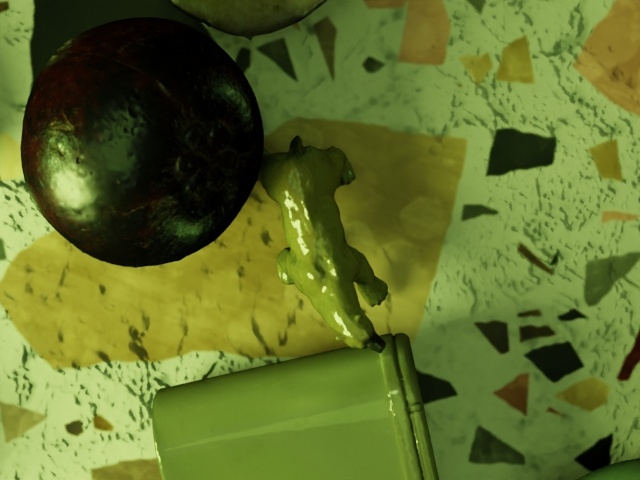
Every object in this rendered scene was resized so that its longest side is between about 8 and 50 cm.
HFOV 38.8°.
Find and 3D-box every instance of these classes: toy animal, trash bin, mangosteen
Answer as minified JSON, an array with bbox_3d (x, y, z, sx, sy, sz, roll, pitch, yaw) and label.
[{"bbox_3d":[0.000,0.000,0.833,0.103,0.101,0.218,-16,91,-1],"label":"toy animal"},{"bbox_3d":[-0.013,0.224,0.850,0.248,0.121,0.243,-11,95,2],"label":"trash bin"},{"bbox_3d":[-0.158,-0.089,0.790,0.216,0.216,0.216,0,95,-1],"label":"mangosteen"}]

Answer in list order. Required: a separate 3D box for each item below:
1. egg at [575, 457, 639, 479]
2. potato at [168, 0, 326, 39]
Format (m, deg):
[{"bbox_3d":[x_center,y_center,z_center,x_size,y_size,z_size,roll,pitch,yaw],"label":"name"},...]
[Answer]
[{"bbox_3d":[0.282,0.294,0.833,0.231,0.168,0.168,-34,94,-2],"label":"egg"},{"bbox_3d":[-0.040,-0.332,0.805,0.239,0.116,0.299,27,105,3],"label":"potato"}]
